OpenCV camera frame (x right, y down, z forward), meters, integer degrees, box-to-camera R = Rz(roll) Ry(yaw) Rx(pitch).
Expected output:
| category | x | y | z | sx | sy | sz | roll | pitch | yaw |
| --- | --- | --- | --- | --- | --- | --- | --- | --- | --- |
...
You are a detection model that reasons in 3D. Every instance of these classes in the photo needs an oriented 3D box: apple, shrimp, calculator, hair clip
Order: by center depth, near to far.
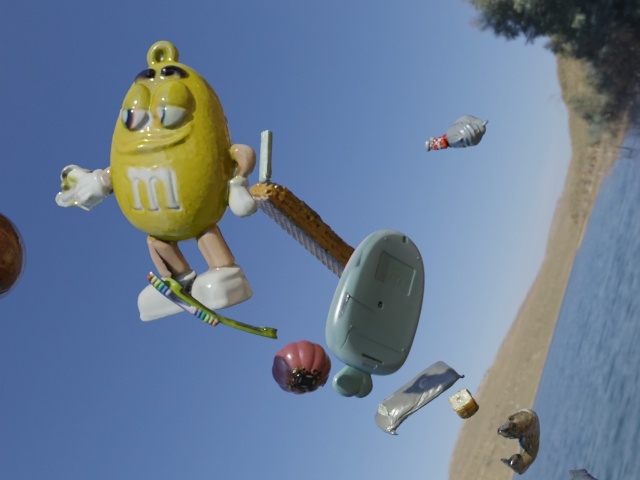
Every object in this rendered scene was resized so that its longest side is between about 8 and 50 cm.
| category | x | y | z | sx | sy | sz | roll | pitch | yaw |
| --- | --- | --- | --- | --- | --- | --- | --- | --- | --- |
| hair clip | -0.141 | 0.093 | 0.779 | 0.033 | 0.189 | 0.060 | -65 | 16 | -13 |
| calculator | 0.098 | 0.124 | 1.020 | 0.186 | 0.041 | 0.298 | 30 | -109 | -32 |
| apple | -0.749 | 0.035 | 1.290 | 0.211 | 0.211 | 0.187 | 68 | -169 | -56 |
| shrimp | 0.447 | 0.461 | 1.364 | 0.254 | 0.059 | 0.145 | 8 | -95 | -55 |

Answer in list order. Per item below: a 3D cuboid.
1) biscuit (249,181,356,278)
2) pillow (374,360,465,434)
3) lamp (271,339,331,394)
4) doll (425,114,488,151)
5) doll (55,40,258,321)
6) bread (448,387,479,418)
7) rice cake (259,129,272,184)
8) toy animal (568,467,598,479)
| category | x | y | z | sx | sy | sz | roll | pitch | yaw |
| --- | --- | --- | --- | --- | --- | --- | --- | --- | --- |
| biscuit | 0.000 | 0.000 | 1.298 | 0.379 | 0.094 | 0.054 | 42 | -108 | -31 |
| pillow | 0.245 | 0.401 | 1.572 | 0.255 | 0.059 | 0.169 | -37 | 5 | -3 |
| lamp | -0.058 | 0.378 | 1.811 | 0.140 | 0.182 | 0.181 | -111 | 20 | -58 |
| doll | 0.333 | -0.256 | 1.456 | 0.094 | 0.180 | 0.079 | -41 | -72 | -41 |
| doll | -0.250 | -0.066 | 0.985 | 0.348 | 0.423 | 0.161 | -38 | -5 | 15 |
| bread | 0.491 | 0.559 | 2.054 | 0.083 | 0.076 | 0.070 | -36 | -47 | 9 |
| rice cake | -0.109 | -0.168 | 1.202 | 0.022 | 0.022 | 0.121 | 26 | -126 | -42 |
| toy animal | 0.313 | 0.297 | 0.726 | 0.050 | 0.028 | 0.084 | -34 | -15 | 2 |
